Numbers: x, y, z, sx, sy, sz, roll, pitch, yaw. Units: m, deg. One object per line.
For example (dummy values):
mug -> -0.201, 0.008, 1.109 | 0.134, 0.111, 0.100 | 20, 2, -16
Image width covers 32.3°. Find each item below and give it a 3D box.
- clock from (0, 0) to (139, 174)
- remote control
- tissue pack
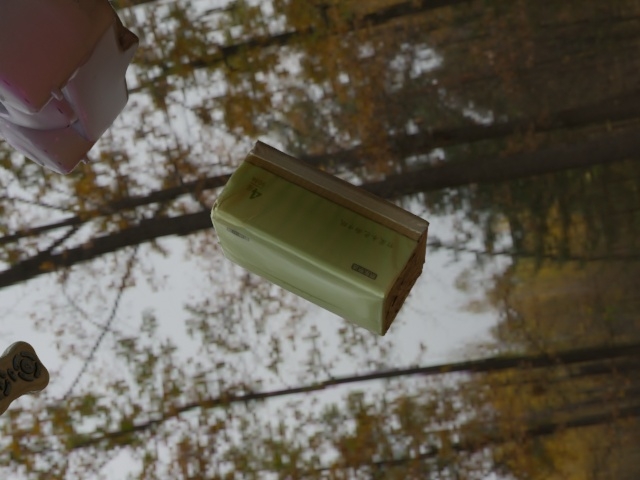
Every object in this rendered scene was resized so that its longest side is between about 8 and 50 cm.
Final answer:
clock -> -0.291, -0.199, 0.819 | 0.113, 0.322, 0.295 | -53, 1, -10
remote control -> -0.401, 0.177, 1.412 | 0.074, 0.032, 0.122 | 57, -147, -1
tissue pack -> 0.000, 0.000, 1.317 | 0.125, 0.234, 0.159 | -59, -12, -19
